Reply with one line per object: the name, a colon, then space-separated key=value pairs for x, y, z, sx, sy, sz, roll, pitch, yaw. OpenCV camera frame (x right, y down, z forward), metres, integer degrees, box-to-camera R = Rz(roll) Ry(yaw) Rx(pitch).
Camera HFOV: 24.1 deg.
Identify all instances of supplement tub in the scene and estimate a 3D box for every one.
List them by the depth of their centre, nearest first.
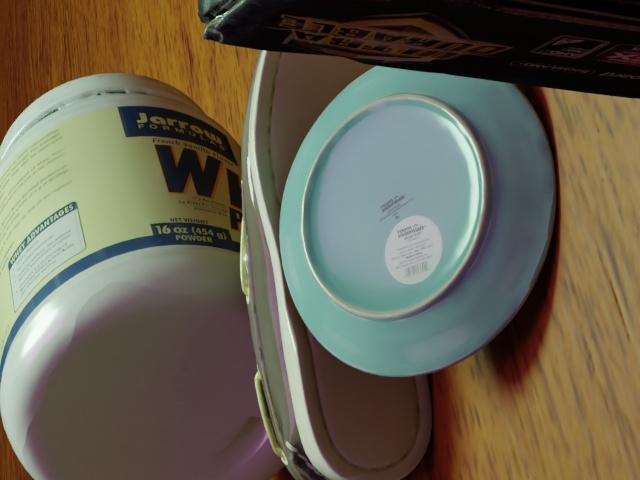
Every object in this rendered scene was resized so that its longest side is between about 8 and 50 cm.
supplement tub: x=-0.141 y=0.031 z=1.165 sx=0.325 sy=0.235 sz=0.235 roll=-115 pitch=35 yaw=-53

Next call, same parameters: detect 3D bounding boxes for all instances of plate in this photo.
plate: x=0.045 y=-0.018 z=0.840 sx=0.188 sy=0.024 sz=0.188 roll=-10 pitch=74 yaw=36

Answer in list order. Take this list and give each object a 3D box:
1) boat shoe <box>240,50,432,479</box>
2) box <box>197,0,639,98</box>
boat shoe: x=0.000 y=0.000 z=0.968 sx=0.096 sy=0.116 sz=0.324 roll=148 pitch=118 yaw=-62
box: x=0.118 y=-0.186 z=0.419 sx=0.073 sy=0.293 sz=0.296 roll=162 pitch=110 yaw=-69
